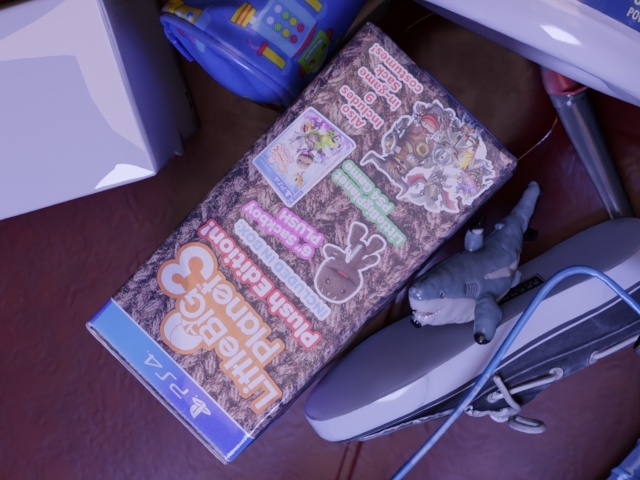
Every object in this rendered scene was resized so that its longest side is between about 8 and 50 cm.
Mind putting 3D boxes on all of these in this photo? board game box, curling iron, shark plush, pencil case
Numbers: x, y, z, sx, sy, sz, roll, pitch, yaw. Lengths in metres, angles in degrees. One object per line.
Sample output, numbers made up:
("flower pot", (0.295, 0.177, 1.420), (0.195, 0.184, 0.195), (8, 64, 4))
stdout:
("board game box", (0.000, 0.000, 1.043), (0.141, 0.232, 0.291), (44, 96, 5))
("curling iron", (0.208, -0.132, 1.109), (0.068, 0.035, 0.274), (-17, 90, 8))
("shark plush", (0.128, 0.012, 1.041), (0.161, 0.073, 0.067), (-38, 125, -20))
("pencil case", (-0.001, -0.245, 1.013), (0.133, 0.119, 0.306), (26, 81, 29))

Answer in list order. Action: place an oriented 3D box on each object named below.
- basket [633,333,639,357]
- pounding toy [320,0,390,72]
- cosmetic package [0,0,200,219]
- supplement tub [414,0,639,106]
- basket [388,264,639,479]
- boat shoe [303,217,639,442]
("basket", (0.327, 0.088, 0.874), (0.227, 0.154, 0.204), (36, 72, 9))
("pounding toy", (-0.038, -0.188, 1.118), (0.141, 0.100, 0.130), (-44, 87, -5))
("cosmetic package", (-0.299, -0.089, 1.088), (0.365, 0.197, 0.155), (-17, 102, 7))
("supplement tub", (0.217, -0.277, 0.959), (0.235, 0.235, 0.325), (26, 98, 6))
("basket", (0.219, 0.192, 1.002), (0.289, 0.201, 0.255), (37, 97, 7))
("boat shoe", (0.139, 0.095, 1.094), (0.306, 0.113, 0.105), (-29, 111, -4))
